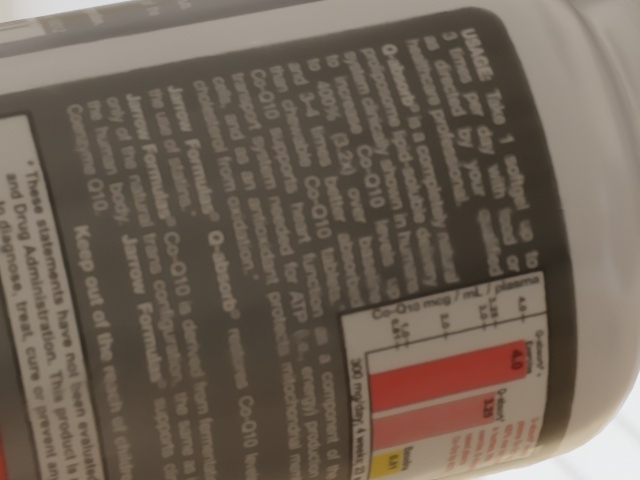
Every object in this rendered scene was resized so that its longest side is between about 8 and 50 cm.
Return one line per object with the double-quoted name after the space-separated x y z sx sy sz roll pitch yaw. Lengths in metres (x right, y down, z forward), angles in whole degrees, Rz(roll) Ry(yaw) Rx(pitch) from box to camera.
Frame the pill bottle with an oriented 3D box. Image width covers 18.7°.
0.000 0.000 0.756 0.363 0.210 0.210 -12 10 -12 "pill bottle"
